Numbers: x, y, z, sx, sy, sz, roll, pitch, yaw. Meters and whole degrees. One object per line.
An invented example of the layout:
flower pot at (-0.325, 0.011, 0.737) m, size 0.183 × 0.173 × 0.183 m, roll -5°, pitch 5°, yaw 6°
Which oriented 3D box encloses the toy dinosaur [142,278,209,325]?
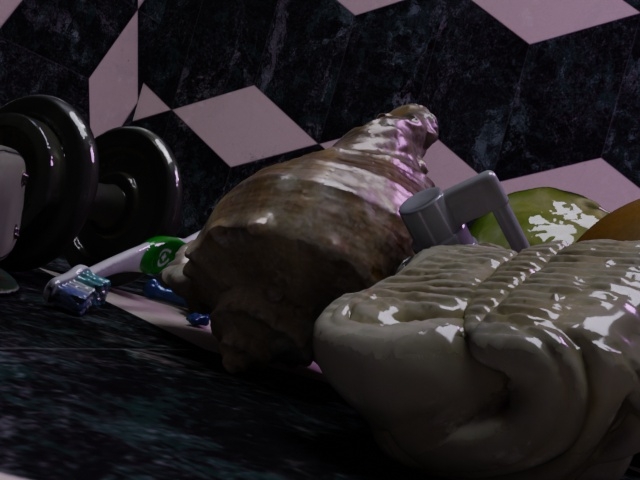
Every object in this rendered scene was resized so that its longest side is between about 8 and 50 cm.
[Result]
toy dinosaur at (-0.113, 0.054, 1.072) m, size 0.144 × 0.076 × 0.329 m, roll 22°, pitch 9°, yaw 24°

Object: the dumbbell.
dumbbell at (-0.271, -0.051, 0.980) m, size 0.192 × 0.192 × 0.290 m, roll 15°, pitch -1°, yaw 32°

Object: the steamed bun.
steamed bun at (0.120, 0.084, 0.544) m, size 0.211 × 0.144 × 0.218 m, roll 1°, pitch 19°, yaw 36°

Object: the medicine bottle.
medicine bottle at (0.136, 0.055, 0.670) m, size 0.092 × 0.221 × 0.061 m, roll -23°, pitch 22°, yaw 18°

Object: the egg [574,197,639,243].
egg at (0.384, 0.086, 0.813) m, size 0.351 × 0.283 × 0.282 m, roll 11°, pitch -3°, yaw 33°

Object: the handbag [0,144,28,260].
handbag at (-0.409, -0.056, 0.702) m, size 0.315 × 0.109 × 0.241 m, roll 13°, pitch 1°, yaw -4°

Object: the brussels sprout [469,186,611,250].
brussels sprout at (0.331, 0.080, 1.230) m, size 0.354 × 0.281 × 0.289 m, roll 19°, pitch -29°, yaw 51°

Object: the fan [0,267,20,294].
fan at (-0.382, 0.009, 0.744) m, size 0.223 × 0.012 × 0.294 m, roll 18°, pitch 1°, yaw 32°

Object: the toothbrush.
toothbrush at (-0.169, 0.012, 0.943) m, size 0.040 × 0.042 × 0.418 m, roll 21°, pitch 15°, yaw 10°

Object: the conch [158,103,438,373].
conch at (0.006, 0.017, 0.811) m, size 0.297 × 0.210 × 0.352 m, roll -11°, pitch 13°, yaw 43°
